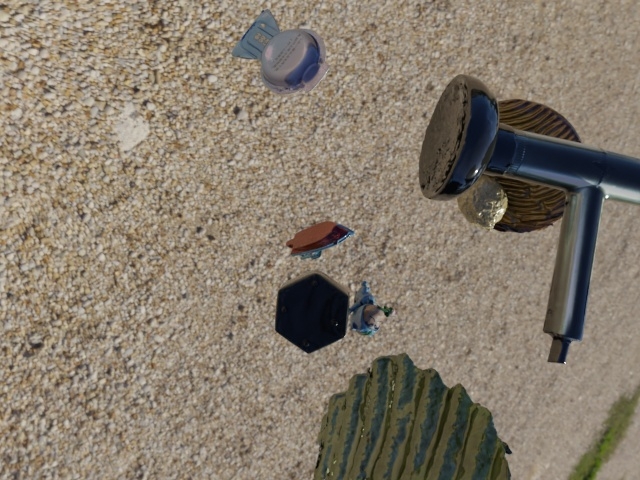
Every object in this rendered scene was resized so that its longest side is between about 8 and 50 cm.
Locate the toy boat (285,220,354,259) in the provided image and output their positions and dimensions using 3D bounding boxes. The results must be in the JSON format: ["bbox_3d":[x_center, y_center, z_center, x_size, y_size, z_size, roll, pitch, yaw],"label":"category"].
[{"bbox_3d":[0.000,0.000,1.173,0.059,0.172,0.069,45,39,-34],"label":"toy boat"}]

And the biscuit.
[{"bbox_3d":[0.448,-0.168,1.169,0.040,0.317,0.318,-26,126,-45],"label":"biscuit"}]

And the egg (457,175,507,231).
[{"bbox_3d":[0.371,-0.089,1.159,0.140,0.116,0.118,39,62,-30],"label":"egg"}]

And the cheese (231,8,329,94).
[{"bbox_3d":[-0.074,-0.353,0.948,0.135,0.244,0.052,-49,147,4],"label":"cheese"}]

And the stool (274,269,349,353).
[{"bbox_3d":[-0.022,0.200,1.442,0.232,0.141,0.232,0,91,0],"label":"stool"}]

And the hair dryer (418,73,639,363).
[{"bbox_3d":[0.270,-0.020,0.607,0.320,0.156,0.284,20,70,-4],"label":"hair dryer"}]

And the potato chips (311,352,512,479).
[{"bbox_3d":[0.095,0.357,0.751,0.373,0.389,0.097,-29,119,27],"label":"potato chips"}]

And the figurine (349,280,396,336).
[{"bbox_3d":[0.162,0.217,1.622,0.114,0.144,0.178,42,39,-43],"label":"figurine"}]
